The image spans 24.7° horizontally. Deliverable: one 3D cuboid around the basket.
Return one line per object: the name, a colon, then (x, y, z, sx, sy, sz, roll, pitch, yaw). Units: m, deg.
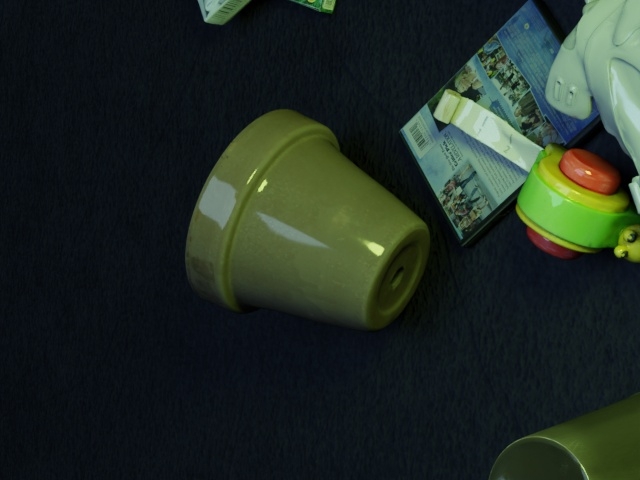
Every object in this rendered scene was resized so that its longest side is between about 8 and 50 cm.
basket: (0.287, 0.257, 1.477, 0.154, 0.227, 0.204, -20, 74, 42)

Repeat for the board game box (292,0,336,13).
board game box: (-0.060, -0.405, 1.997, 0.260, 0.030, 0.136, 27, 104, 42)

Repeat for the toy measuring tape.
toy measuring tape: (0.229, -0.073, 1.608, 0.330, 0.121, 0.121, 38, 114, 30)

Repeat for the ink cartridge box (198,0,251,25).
ink cartridge box: (-0.111, -0.437, 1.999, 0.206, 0.045, 0.208, -36, 62, 38)

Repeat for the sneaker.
sneaker: (0.351, -0.104, 1.500, 0.210, 0.137, 0.366, 13, 111, 56)

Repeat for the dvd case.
dvd case: (0.211, -0.135, 1.718, 0.253, 0.022, 0.180, -45, 59, 33)

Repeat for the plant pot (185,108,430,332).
plant pot: (0.000, 0.000, 1.782, 0.229, 0.263, 0.263, 27, 107, 25)
